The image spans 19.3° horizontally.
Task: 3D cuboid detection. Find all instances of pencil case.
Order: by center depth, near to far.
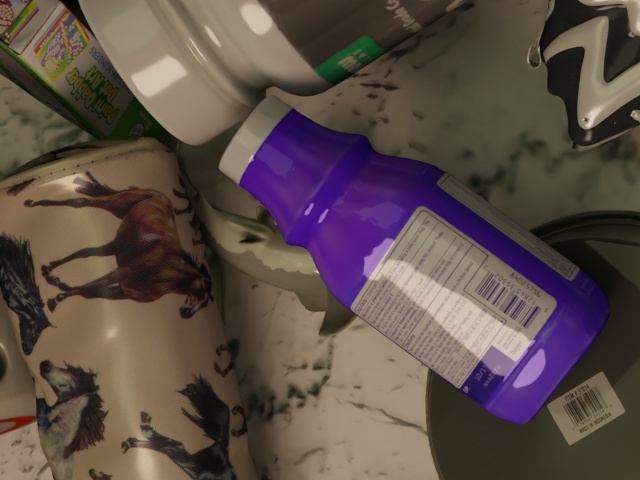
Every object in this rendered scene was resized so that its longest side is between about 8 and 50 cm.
[{"bbox_3d":[-0.148,0.129,1.423,0.183,0.160,0.410,-9,98,40],"label":"pencil case"}]

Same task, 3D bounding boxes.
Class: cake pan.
[{"bbox_3d":[0.203,0.123,1.362,0.293,0.054,0.293,-1,88,25],"label":"cake pan"}]

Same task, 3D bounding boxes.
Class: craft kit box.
[{"bbox_3d":[-0.258,-0.176,1.476,0.246,0.250,0.061,37,85,21],"label":"craft kit box"}]

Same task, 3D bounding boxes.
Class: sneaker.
[{"bbox_3d":[0.249,-0.104,1.335,0.235,0.094,0.153,33,123,0],"label":"sneaker"}]

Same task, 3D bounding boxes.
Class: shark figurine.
[{"bbox_3d":[-0.028,0.007,1.452,0.278,0.116,0.166,17,62,16],"label":"shark figurine"}]

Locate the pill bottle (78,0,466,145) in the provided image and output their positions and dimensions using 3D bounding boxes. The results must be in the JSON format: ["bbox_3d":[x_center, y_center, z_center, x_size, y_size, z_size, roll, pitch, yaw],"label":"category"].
[{"bbox_3d":[0.013,-0.233,1.356,0.361,0.204,0.204,-32,76,13],"label":"pill bottle"}]

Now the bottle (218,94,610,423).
[{"bbox_3d":[0.060,0.006,1.313,0.283,0.092,0.118,35,116,5],"label":"bottle"}]

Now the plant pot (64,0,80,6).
[{"bbox_3d":[-0.210,-0.339,1.467,0.293,0.235,0.293,-1,88,24],"label":"plant pot"}]

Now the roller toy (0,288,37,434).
[{"bbox_3d":[-0.316,0.106,1.524,0.209,0.191,0.146,-19,80,23],"label":"roller toy"}]
